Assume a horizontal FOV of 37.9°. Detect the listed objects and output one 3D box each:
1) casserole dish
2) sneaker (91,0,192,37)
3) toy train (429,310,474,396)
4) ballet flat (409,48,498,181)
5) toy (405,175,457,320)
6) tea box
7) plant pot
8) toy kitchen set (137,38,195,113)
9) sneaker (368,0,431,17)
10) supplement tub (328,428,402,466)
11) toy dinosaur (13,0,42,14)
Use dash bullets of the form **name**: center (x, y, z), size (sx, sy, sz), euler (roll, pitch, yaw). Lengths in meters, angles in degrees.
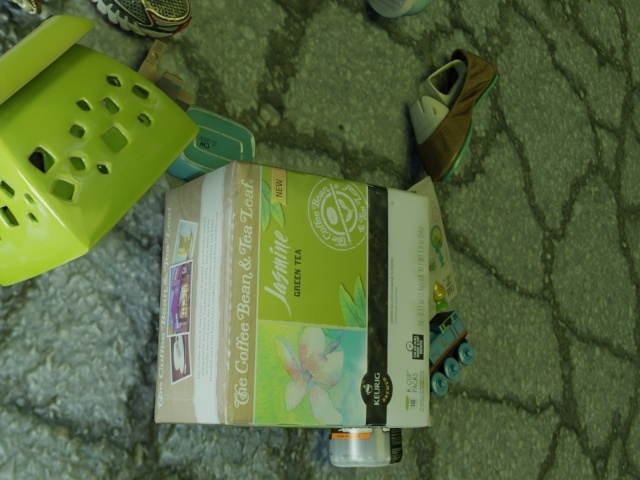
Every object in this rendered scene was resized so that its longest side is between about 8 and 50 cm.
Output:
- **casserole dish**: center (-0.159, -0.137, 1.367), size (0.188, 0.037, 0.114), euler (17, 70, -43)
- **sneaker**: center (-0.274, -0.397, 1.235), size (0.299, 0.112, 0.120), euler (49, 50, -30)
- **toy train**: center (0.201, 0.207, 1.665), size (0.184, 0.080, 0.105), euler (-38, 101, -42)
- **ballet flat**: center (0.241, -0.255, 1.783), size (0.124, 0.116, 0.342), euler (38, 54, -12)
- **toy**: center (0.177, 0.018, 1.688), size (0.137, 0.056, 0.237), euler (-34, 111, -49)
- **tea box**: center (-0.036, 0.091, 1.280), size (0.324, 0.220, 0.328), euler (7, 78, -32)
- **plant pot**: center (-0.316, -0.109, 1.058), size (0.207, 0.228, 0.227), euler (52, 50, -20)
- **toy kitchen set**: center (-0.204, -0.233, 1.289), size (0.083, 0.068, 0.075), euler (27, 60, -13)
- **sneaker**: center (0.135, -0.593, 1.718), size (0.150, 0.135, 0.365), euler (-16, 103, -55)
- **supplement tub**: center (0.069, 0.259, 1.478), size (0.117, 0.117, 0.190), euler (7, 76, -47)
- **toy dinosaur**: center (-0.414, -0.395, 1.127), size (0.118, 0.064, 0.268), euler (-10, 85, -51)
